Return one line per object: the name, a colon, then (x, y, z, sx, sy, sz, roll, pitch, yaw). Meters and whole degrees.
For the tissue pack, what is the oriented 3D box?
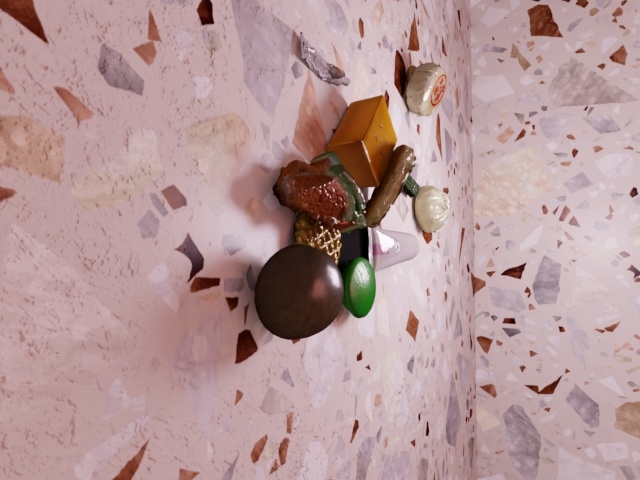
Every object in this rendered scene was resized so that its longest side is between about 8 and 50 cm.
tissue pack: (0.148, -0.335, 1.473, 0.194, 0.145, 0.274, 60, 41, -36)

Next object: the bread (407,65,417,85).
bread: (0.453, -0.804, 2.106, 0.062, 0.049, 0.103, 5, 85, -39)

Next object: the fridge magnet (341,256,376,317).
fridge magnet: (0.131, 0.161, 1.459, 0.208, 0.088, 0.208, 7, 81, -59)

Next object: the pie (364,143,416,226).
pie: (0.242, -0.190, 1.521, 0.339, 0.083, 0.339, -63, -177, 6)

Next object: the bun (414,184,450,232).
bun: (0.579, -0.162, 2.183, 0.259, 0.160, 0.259, -2, 92, -62)

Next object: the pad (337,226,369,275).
pad: (0.116, 0.052, 1.532, 0.367, 0.007, 0.247, -6, 94, -59)

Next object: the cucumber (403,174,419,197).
cucumber: (0.384, -0.271, 1.947, 0.265, 0.077, 0.077, 28, 65, -54)

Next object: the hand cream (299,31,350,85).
hand cream: (0.011, -0.551, 1.347, 0.257, 0.050, 0.084, 11, 77, -53)

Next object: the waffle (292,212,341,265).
waffle: (0.000, 0.000, 1.279, 0.238, 0.059, 0.243, 44, 49, -47)

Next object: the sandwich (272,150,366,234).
sandwich: (0.010, -0.144, 1.155, 0.301, 0.162, 0.250, -9, 76, -49)

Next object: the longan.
longan: (-0.050, 0.132, 1.050, 0.248, 0.248, 0.248, 5, 84, -59)

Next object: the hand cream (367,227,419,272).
hand cream: (0.285, 0.029, 1.727, 0.359, 0.118, 0.185, -3, 93, -55)

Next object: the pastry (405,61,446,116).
pastry: (0.512, -0.727, 2.074, 0.265, 0.133, 0.265, -41, 147, -34)
